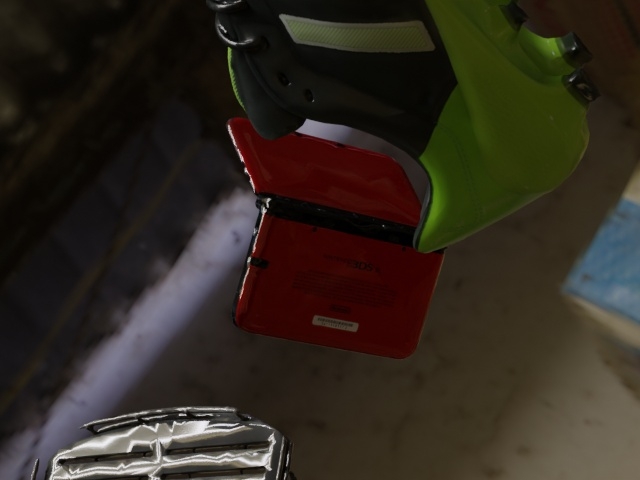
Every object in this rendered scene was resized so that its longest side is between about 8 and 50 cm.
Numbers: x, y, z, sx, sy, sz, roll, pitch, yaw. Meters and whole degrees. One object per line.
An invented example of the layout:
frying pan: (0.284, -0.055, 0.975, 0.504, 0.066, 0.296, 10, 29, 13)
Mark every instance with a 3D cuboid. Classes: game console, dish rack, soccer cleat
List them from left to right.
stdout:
dish rack: (-0.116, 0.209, 1.001, 0.074, 0.208, 0.271, 38, -126, -45)
soccer cleat: (-0.007, -0.071, 0.476, 0.072, 0.060, 0.179, -40, -78, 19)
game console: (0.000, 0.000, 1.239, 0.144, 0.085, 0.124, 12, -83, -34)
